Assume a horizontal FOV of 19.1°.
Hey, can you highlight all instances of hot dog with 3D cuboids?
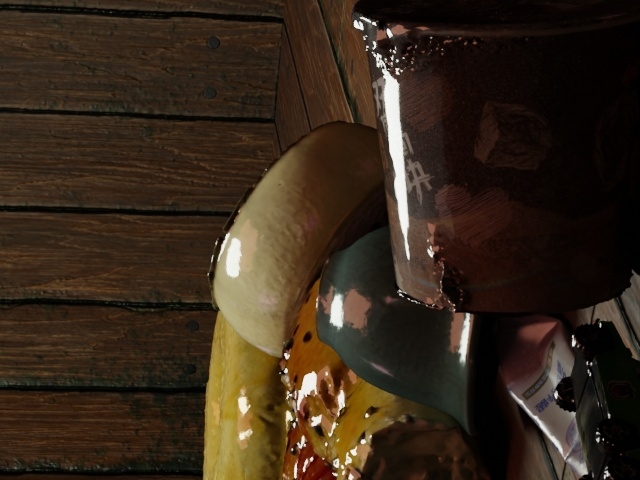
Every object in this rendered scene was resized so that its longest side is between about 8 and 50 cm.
[{"bbox_3d":[0.047,0.217,1.904,0.365,0.196,0.367,-94,12,-58],"label":"hot dog"}]

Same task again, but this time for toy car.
[{"bbox_3d":[0.200,0.128,1.257,0.165,0.062,0.071,-97,13,-45],"label":"toy car"}]

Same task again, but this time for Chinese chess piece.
[{"bbox_3d":[0.000,0.000,2.051,0.270,0.112,0.270,-46,-21,-24],"label":"Chinese chess piece"}]

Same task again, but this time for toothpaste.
[{"bbox_3d":[0.182,0.122,1.453,0.301,0.048,0.075,-113,28,-66],"label":"toothpaste"}]

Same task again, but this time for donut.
[{"bbox_3d":[-0.047,0.218,2.499,0.449,0.198,0.449,-178,90,-81],"label":"donut"}]

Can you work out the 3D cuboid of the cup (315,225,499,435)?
[{"bbox_3d":[0.077,0.057,1.629,0.199,0.150,0.199,8,-90,-78],"label":"cup"}]

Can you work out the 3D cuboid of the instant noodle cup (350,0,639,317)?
[{"bbox_3d":[0.130,-0.069,1.321,0.217,0.217,0.207,-115,21,-72],"label":"instant noodle cup"}]
